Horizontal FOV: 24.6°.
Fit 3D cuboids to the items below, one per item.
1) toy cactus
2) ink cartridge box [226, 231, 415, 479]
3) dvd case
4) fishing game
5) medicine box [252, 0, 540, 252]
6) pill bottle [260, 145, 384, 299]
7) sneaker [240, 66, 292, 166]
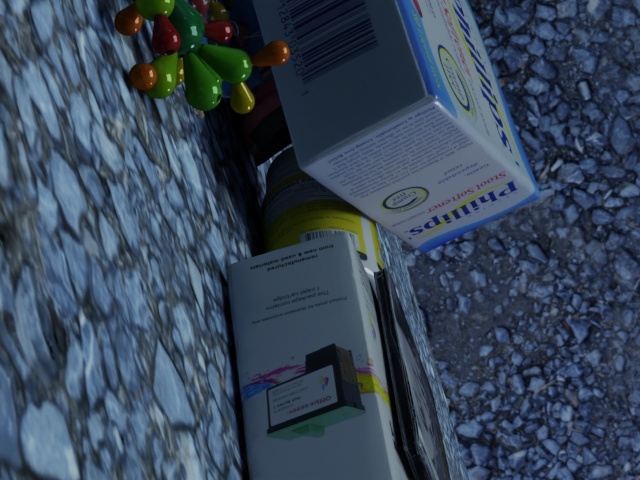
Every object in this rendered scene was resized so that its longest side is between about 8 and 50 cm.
[{"bbox_3d":[-0.115,-0.191,1.172,0.180,0.112,0.219,65,14,11],"label":"toy cactus"},{"bbox_3d":[0.015,0.167,1.221,0.201,0.117,0.278,66,11,-47],"label":"ink cartridge box"},{"bbox_3d":[0.085,0.151,1.243,0.221,0.018,0.164,-97,168,-53],"label":"dvd case"},{"bbox_3d":[-0.090,-0.229,1.414,0.264,0.041,0.189,-46,121,-65],"label":"fishing game"},{"bbox_3d":[0.072,-0.166,1.472,0.289,0.149,0.263,31,38,-57],"label":"medicine box"},{"bbox_3d":[0.000,0.000,1.484,0.208,0.119,0.119,-97,168,-50],"label":"pill bottle"},{"bbox_3d":[-0.059,-0.178,1.616,0.136,0.116,0.314,52,12,-9],"label":"sneaker"}]
